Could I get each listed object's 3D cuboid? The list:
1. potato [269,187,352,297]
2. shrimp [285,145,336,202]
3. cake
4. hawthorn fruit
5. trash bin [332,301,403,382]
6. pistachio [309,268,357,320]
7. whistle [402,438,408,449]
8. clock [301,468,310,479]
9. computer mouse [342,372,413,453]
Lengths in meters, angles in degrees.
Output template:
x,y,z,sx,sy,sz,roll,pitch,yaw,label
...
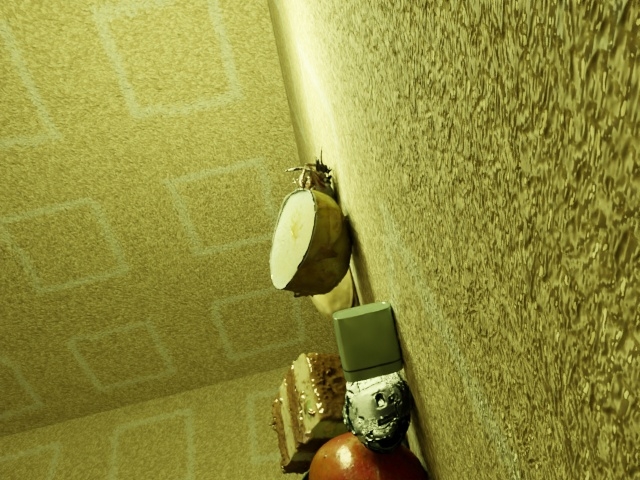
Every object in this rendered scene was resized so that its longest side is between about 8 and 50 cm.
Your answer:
x,y,z,sx,sy,sz,roll,pitch,yaw,label
0.000,0.000,1.433,0.299,0.196,0.246,-62,34,39,potato
-0.017,-0.159,1.541,0.145,0.116,0.343,60,171,21,shrimp
0.029,0.506,1.593,0.290,0.282,0.255,-57,34,35,cake
0.104,0.510,1.052,0.300,0.254,0.254,171,85,-83,hawthorn fruit
0.091,0.194,1.044,0.059,0.116,0.130,-130,28,-80,trash bin
0.040,0.147,1.681,0.157,0.157,0.229,84,166,-69,pistachio
0.150,0.417,1.333,0.180,0.093,0.269,94,170,-58,whistle
0.089,0.715,1.440,0.067,0.325,0.325,67,-171,-84,clock
0.117,0.329,1.089,0.077,0.146,0.241,59,-170,-33,computer mouse
